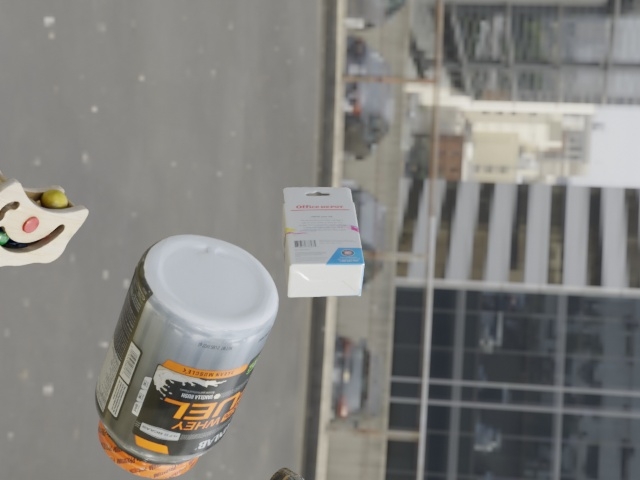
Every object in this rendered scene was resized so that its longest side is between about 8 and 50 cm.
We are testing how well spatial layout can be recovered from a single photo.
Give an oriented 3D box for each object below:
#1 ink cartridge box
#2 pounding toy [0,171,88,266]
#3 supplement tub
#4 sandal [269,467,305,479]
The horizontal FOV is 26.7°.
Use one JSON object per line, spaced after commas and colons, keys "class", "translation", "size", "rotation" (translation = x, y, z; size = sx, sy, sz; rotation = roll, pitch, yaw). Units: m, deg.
{"class": "ink cartridge box", "translation": [0.000, 0.000, 1.911], "size": [0.181, 0.104, 0.062], "rotation": [-97, -171, -52]}
{"class": "pounding toy", "translation": [-0.498, -0.061, 2.040], "size": [0.269, 0.155, 0.154], "rotation": [-6, 128, -53]}
{"class": "supplement tub", "translation": [-0.114, 0.098, 1.093], "size": [0.117, 0.117, 0.190], "rotation": [-74, -174, -53]}
{"class": "sandal", "translation": [-0.035, 0.271, 0.941], "size": [0.090, 0.060, 0.219], "rotation": [85, 20, -71]}
